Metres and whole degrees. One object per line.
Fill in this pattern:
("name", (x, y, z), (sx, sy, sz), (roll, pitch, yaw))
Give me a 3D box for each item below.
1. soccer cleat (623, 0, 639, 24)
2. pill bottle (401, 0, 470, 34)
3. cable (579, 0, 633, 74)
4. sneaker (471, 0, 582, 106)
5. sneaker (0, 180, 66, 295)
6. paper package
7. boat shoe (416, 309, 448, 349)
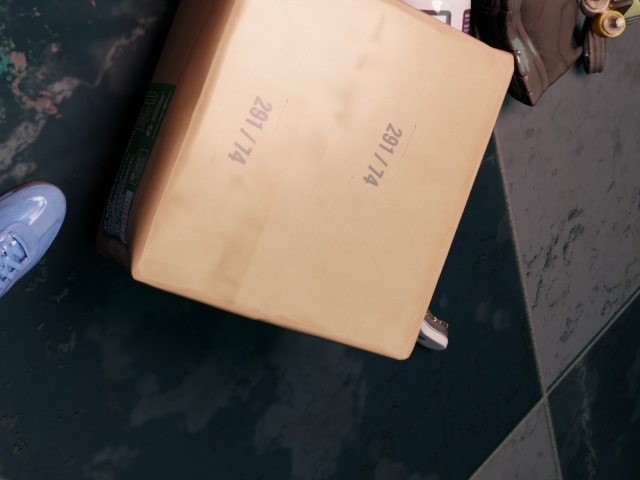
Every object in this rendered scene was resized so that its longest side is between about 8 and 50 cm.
("soccer cleat", (0.499, -0.453, 1.346), (0.093, 0.121, 0.289), (25, 86, -46))
("pill bottle", (0.118, -0.239, 1.056), (0.108, 0.108, 0.193), (-14, 113, -41))
("cable", (0.371, -0.317, 1.256), (0.287, 0.072, 0.139), (56, 18, -82))
("sneaker", (0.261, -0.310, 1.159), (0.130, 0.109, 0.286), (-37, 138, -7))
("sneaker", (-0.286, 0.033, 0.774), (0.209, 0.082, 0.069), (-47, 129, -25))
("paper package", (-0.017, -0.084, 0.880), (0.310, 0.168, 0.324), (20, 90, -25))
("boat shoe", (0.131, 0.108, 1.238), (0.142, 0.049, 0.040), (38, 57, -46))
